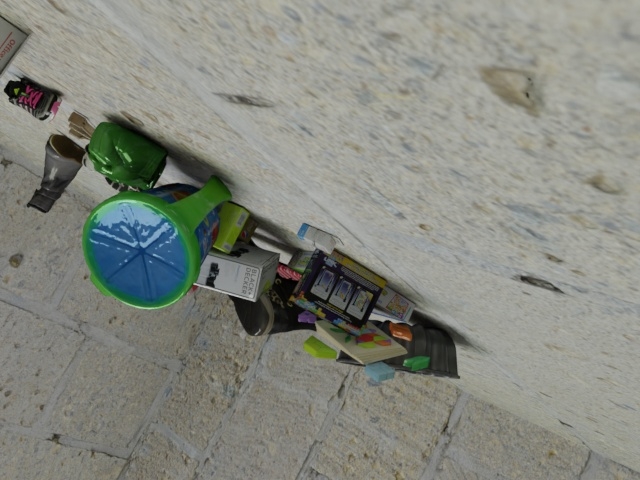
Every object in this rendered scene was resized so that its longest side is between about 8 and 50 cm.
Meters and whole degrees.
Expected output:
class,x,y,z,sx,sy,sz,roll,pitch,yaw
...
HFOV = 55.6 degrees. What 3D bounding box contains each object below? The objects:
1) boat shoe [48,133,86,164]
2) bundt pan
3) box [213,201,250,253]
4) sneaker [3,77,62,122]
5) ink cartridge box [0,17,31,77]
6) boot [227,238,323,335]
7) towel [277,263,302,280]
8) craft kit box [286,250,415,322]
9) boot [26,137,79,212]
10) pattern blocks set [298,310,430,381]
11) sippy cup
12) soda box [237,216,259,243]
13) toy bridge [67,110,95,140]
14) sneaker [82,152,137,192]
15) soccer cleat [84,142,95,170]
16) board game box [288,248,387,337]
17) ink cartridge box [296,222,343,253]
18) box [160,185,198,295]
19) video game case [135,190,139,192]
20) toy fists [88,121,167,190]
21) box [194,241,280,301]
class,x,y,z,sx,sy,sz,roll,pitch,yaw
boat shoe,-0.724,-0.259,1.733,0.049,0.056,0.152,18,166,24
bundt pan,0.211,0.286,1.615,0.331,0.124,0.331,9,167,2
box,-0.261,-0.050,1.403,0.178,0.109,0.042,22,170,30
sneaker,-0.585,-0.287,1.223,0.170,0.063,0.075,26,176,40
ink cartridge box,-0.514,-0.286,0.935,0.060,0.104,0.180,36,166,-33
boot,-0.102,0.122,1.660,0.284,0.138,0.377,10,-151,-30
towel,-0.089,0.120,2.004,0.275,0.031,0.199,17,163,39
craft kit box,0.068,0.108,1.482,0.247,0.060,0.250,29,170,-22
boot,-0.839,-0.187,1.906,0.118,0.222,0.338,31,169,-10
pattern blocks set,0.088,0.217,1.368,0.285,0.026,0.325,-9,-157,-45
sippy cup,-0.318,-0.012,1.232,0.306,0.239,0.224,0,-160,13
soda box,-0.228,-0.041,1.502,0.061,0.058,0.181,34,168,-32
toy bridge,-0.537,-0.251,1.376,0.063,0.026,0.188,30,170,-19
sneaker,-0.587,-0.196,1.718,0.170,0.068,0.071,38,-176,-6
soccer cleat,-0.533,-0.208,1.452,0.076,0.068,0.196,20,169,-37
board game box,0.039,0.107,1.305,0.170,0.141,0.048,32,168,-18
ink cartridge box,0.000,0.000,1.200,0.083,0.028,0.048,23,169,22
box,-0.418,0.007,1.751,0.154,0.142,0.300,30,154,21
video game case,-0.542,-0.079,1.946,0.248,0.035,0.275,46,173,18
toy fists,-0.404,-0.166,1.256,0.142,0.096,0.279,31,170,-12
box,-0.257,0.048,1.442,0.290,0.087,0.169,14,-168,6
